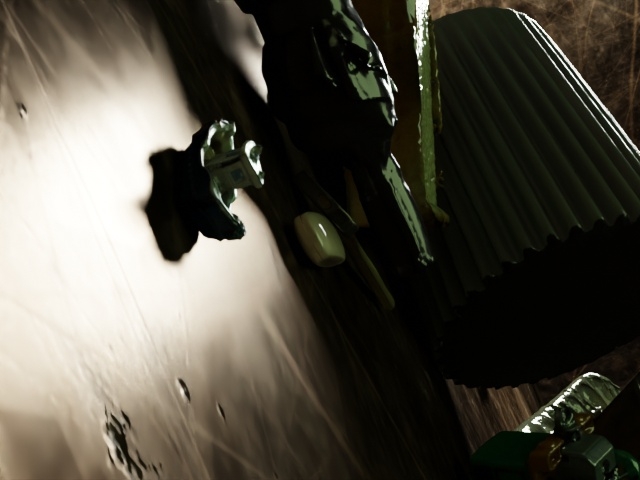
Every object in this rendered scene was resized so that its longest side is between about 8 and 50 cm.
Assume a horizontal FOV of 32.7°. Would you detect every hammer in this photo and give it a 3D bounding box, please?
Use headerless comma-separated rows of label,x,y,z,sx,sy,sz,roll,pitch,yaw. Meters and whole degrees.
hammer,0.027,0.009,0.820,0.062,0.013,0.199,47,-4,27

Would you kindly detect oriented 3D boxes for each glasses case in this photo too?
glasses case,0.000,0.000,0.693,0.032,0.021,0.083,63,7,8

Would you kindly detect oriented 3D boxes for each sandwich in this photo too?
sandwich,0.059,-0.131,0.963,0.226,0.087,0.251,-2,87,-82

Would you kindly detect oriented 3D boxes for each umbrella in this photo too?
umbrella,0.001,-0.133,0.752,0.340,0.118,0.118,64,9,-6

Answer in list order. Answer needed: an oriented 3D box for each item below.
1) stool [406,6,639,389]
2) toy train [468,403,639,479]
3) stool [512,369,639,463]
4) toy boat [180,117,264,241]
stool,0.202,-0.053,1.189,0.297,0.297,0.330,53,12,-54
toy train,0.205,0.246,0.943,0.091,0.136,0.228,-26,110,-48
stool,0.384,0.268,1.159,0.310,0.226,0.310,54,40,8
toy boat,-0.043,-0.031,0.491,0.083,0.038,0.038,-99,163,-53
